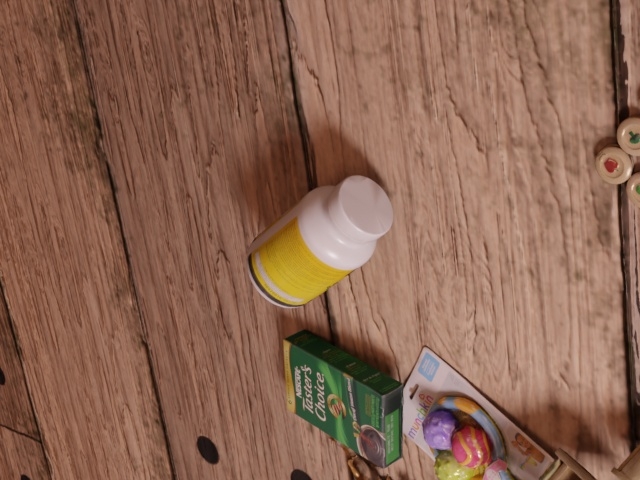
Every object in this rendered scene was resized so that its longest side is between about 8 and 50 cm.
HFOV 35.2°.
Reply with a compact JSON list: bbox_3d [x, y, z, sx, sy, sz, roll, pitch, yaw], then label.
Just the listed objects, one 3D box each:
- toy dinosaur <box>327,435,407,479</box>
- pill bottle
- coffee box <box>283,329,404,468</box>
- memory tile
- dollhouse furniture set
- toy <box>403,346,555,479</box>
[{"bbox_3d":[0.072,0.334,1.299,0.112,0.064,0.212,-24,81,59],"label":"toy dinosaur"},{"bbox_3d":[0.000,0.000,1.164,0.184,0.103,0.103,-37,83,46],"label":"pill bottle"},{"bbox_3d":[0.026,0.196,1.263,0.184,0.040,0.113,26,127,42],"label":"coffee box"},{"bbox_3d":[0.317,-0.083,0.891,0.113,0.012,0.148,44,133,18],"label":"memory tile"},{"bbox_3d":[0.299,0.284,1.057,0.161,0.182,0.101,40,-178,-38],"label":"dollhouse furniture set"},{"bbox_3d":[0.172,0.250,1.156,0.237,0.056,0.137,39,130,24],"label":"toy"}]
